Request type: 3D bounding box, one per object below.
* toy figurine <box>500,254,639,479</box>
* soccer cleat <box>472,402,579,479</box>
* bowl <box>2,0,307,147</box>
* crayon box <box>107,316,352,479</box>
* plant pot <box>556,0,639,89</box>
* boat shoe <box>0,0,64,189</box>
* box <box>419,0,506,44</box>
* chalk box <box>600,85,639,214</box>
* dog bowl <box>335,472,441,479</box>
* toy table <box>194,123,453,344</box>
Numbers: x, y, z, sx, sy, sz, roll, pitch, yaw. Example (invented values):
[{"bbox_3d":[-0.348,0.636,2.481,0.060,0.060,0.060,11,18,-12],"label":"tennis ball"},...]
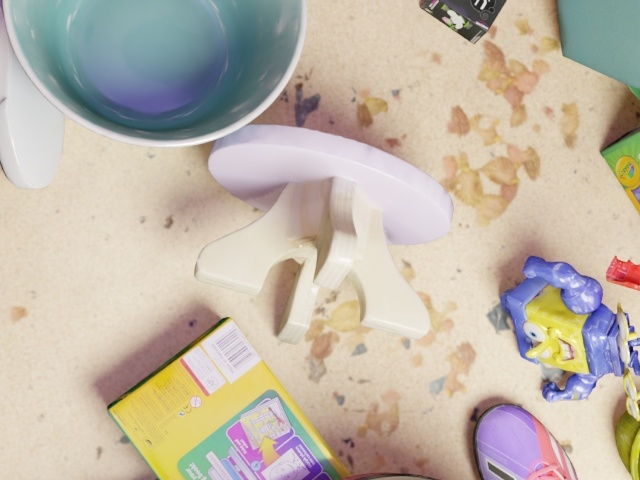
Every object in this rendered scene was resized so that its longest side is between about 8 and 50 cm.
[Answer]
[{"bbox_3d":[0.316,0.105,1.219,0.191,0.217,0.362,-48,137,-26],"label":"toy figurine"},{"bbox_3d":[0.278,0.329,1.182,0.109,0.116,0.318,-25,88,-13],"label":"soccer cleat"},{"bbox_3d":[-0.181,-0.234,1.146,0.311,0.163,0.311,2,81,-13],"label":"bowl"},{"bbox_3d":[-0.084,0.242,1.146,0.165,0.081,0.278,-37,90,-12],"label":"crayon box"},{"bbox_3d":[0.402,-0.264,1.177,0.166,0.234,0.165,-29,132,-12],"label":"plant pot"},{"bbox_3d":[-0.364,-0.200,1.151,0.102,0.108,0.301,-9,97,20],"label":"boat shoe"},{"bbox_3d":[0.176,-0.292,1.280,0.083,0.052,0.062,33,78,-6],"label":"box"},{"bbox_3d":[0.475,-0.099,1.244,0.180,0.179,0.289,-32,89,-13],"label":"chalk box"},{"bbox_3d":[0.066,0.419,1.065,0.408,0.150,0.408,-3,99,-21],"label":"dog bowl"},{"bbox_3d":[0.000,0.000,1.130,0.274,0.252,0.161,11,64,3],"label":"toy table"}]
